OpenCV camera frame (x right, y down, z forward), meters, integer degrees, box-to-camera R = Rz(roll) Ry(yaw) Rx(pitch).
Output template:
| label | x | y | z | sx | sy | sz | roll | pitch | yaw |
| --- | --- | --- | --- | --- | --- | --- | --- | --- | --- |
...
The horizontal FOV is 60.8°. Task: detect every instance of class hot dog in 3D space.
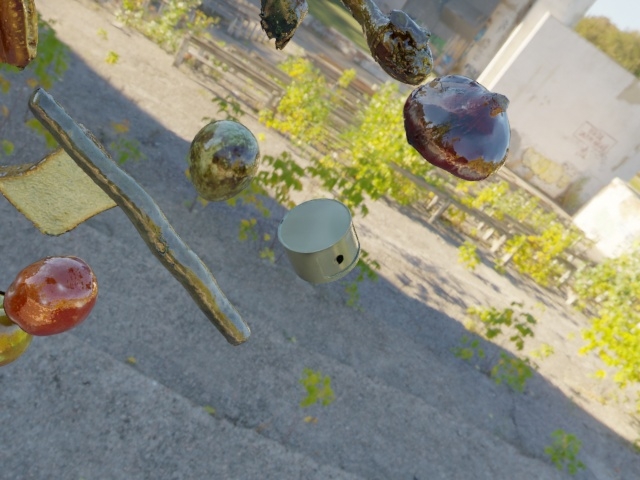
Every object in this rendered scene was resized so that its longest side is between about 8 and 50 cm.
| label | x | y | z | sx | sy | sz | roll | pitch | yaw |
| --- | --- | --- | --- | --- | --- | --- | --- | --- | --- |
| hot dog | -0.237 | -0.182 | 0.405 | 0.049 | 0.122 | 0.037 | 10 | 50 | -18 |

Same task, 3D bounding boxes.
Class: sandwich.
| label | x | y | z | sx | sy | sz | roll | pitch | yaw |
| --- | --- | --- | --- | --- | --- | --- | --- | --- | --- |
| sandwich | -0.530 | -0.119 | 1.139 | 0.186 | 0.215 | 0.065 | 56 | 7 | -36 |

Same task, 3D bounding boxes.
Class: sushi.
| label | x | y | z | sx | sy | sz | roll | pitch | yaw |
| --- | --- | --- | --- | --- | --- | --- | --- | --- | --- |
| sushi | -0.117 | -0.659 | 1.521 | 0.149 | 0.140 | 0.287 | 57 | -1 | 28 |

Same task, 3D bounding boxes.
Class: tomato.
| label | x | y | z | sx | sy | sz | roll | pitch | yaw |
| --- | --- | --- | --- | --- | --- | --- | --- | --- | --- |
| tomato | -0.695 | 0.146 | 1.438 | 0.188 | 0.232 | 0.232 | 54 | 29 | 5 |

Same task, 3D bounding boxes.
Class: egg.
| label | x | y | z | sx | sy | sz | roll | pitch | yaw |
| --- | --- | --- | --- | --- | --- | --- | --- | --- | --- |
| egg | -0.329 | -0.264 | 1.842 | 0.238 | 0.289 | 0.238 | 20 | 12 | -5 |

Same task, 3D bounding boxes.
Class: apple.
| label | x | y | z | sx | sy | sz | roll | pitch | yaw |
| --- | --- | --- | --- | --- | --- | --- | --- | --- | --- |
| apple | -0.943 | 0.244 | 1.565 | 0.237 | 0.207 | 0.237 | 29 | 7 | -4 |

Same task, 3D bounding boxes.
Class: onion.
| label | x | y | z | sx | sy | sz | roll | pitch | yaw |
| --- | --- | --- | --- | --- | --- | --- | --- | --- | --- |
| onion | 0.322 | -0.267 | 1.207 | 0.272 | 0.195 | 0.272 | 16 | 52 | -22 |

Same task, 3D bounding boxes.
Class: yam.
| label | x | y | z | sx | sy | sz | roll | pitch | yaw |
| --- | --- | --- | --- | --- | --- | --- | --- | --- | --- |
| yam | -0.118 | -0.006 | 0.390 | 0.234 | 0.027 | 0.029 | 56 | 21 | -28 |

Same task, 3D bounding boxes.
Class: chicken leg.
| label | x | y | z | sx | sy | sz | roll | pitch | yaw |
| --- | --- | --- | --- | --- | --- | --- | --- | --- | --- |
| chicken leg | 0.167 | -0.569 | 1.466 | 0.361 | 0.140 | 0.211 | 49 | -9 | -7 |

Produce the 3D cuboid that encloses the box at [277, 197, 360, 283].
| label | x | y | z | sx | sy | sz | roll | pitch | yaw |
| --- | --- | --- | --- | --- | --- | --- | --- | --- | --- |
| box | 0.000 | 0.000 | 1.657 | 0.226 | 0.226 | 0.149 | -112 | -179 | -46 |
